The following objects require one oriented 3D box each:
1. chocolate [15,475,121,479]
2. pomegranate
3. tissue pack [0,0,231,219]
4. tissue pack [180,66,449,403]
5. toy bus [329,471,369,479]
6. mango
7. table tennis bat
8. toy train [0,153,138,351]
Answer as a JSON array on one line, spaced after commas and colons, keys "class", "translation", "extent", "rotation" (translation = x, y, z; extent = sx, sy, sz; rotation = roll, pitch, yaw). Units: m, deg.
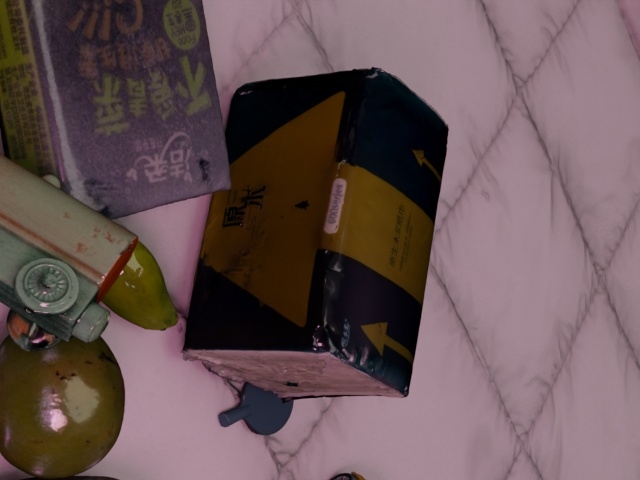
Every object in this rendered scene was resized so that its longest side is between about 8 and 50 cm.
[{"class": "chocolate", "translation": [-0.278, 0.314, 1.390], "extent": [0.261, 0.161, 0.083], "rotation": [9, 104, -53]}, {"class": "pomegranate", "translation": [-0.316, 0.189, 1.362], "extent": [0.210, 0.179, 0.179], "rotation": [-35, 115, -29]}, {"class": "tissue pack", "translation": [-0.264, -0.224, 1.488], "extent": [0.288, 0.124, 0.394], "rotation": [-18, 102, -48]}, {"class": "tissue pack", "translation": [0.000, 0.000, 1.678], "extent": [0.253, 0.264, 0.416], "rotation": [31, 63, -48]}, {"class": "toy bus", "translation": [0.023, 0.501, 1.782], "extent": [0.335, 0.123, 0.121], "rotation": [-56, 128, -36]}, {"class": "mango", "translation": [-0.236, 0.059, 1.525], "extent": [0.165, 0.091, 0.074], "rotation": [55, 38, -31]}, {"class": "table tennis bat", "translation": [-0.089, 0.236, 1.748], "extent": [0.155, 0.019, 0.100], "rotation": [-20, 102, -51]}, {"class": "toy train", "translation": [-0.335, -0.006, 1.312], "extent": [0.285, 0.116, 0.177], "rotation": [30, 56, 2]}]
